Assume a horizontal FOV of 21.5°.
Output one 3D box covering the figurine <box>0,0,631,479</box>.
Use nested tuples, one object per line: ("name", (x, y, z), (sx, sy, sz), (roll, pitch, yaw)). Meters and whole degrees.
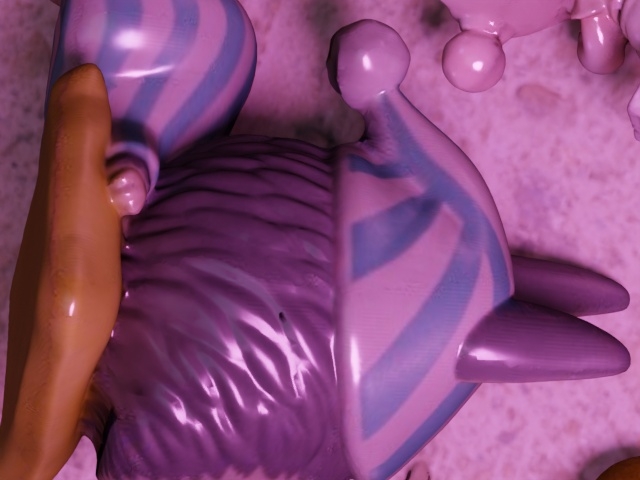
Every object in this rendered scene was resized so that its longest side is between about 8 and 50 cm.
("figurine", (0.000, 0.000, 1.045), (0.378, 0.266, 0.361), (8, 69, -15))

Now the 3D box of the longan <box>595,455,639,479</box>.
("longan", (0.203, 0.169, 1.035), (0.083, 0.075, 0.075), (0, 96, -24))

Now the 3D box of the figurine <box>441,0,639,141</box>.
("figurine", (0.139, -0.164, 0.986), (0.257, 0.144, 0.182), (30, 105, 16))
